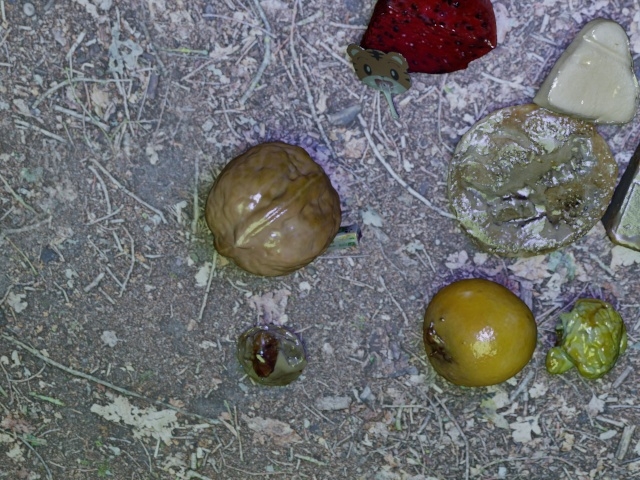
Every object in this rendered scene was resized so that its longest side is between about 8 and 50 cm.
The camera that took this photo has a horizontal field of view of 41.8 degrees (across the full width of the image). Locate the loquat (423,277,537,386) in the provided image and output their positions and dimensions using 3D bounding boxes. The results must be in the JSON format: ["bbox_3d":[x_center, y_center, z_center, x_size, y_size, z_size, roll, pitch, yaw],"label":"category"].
[{"bbox_3d":[0.370,0.223,2.016,0.275,0.275,0.275,5,116,10],"label":"loquat"}]

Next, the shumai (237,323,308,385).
[{"bbox_3d":[-0.137,0.323,2.253,0.201,0.120,0.201,4,113,9],"label":"shumai"}]

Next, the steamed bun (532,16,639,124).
[{"bbox_3d":[0.579,-0.363,1.786,0.231,0.110,0.212,12,104,-17],"label":"steamed bun"}]

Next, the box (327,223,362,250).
[{"bbox_3d":[0.000,0.000,2.110,0.207,0.050,0.041,-9,114,16],"label":"box"}]

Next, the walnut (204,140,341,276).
[{"bbox_3d":[-0.111,-0.066,1.940,0.306,0.344,0.306,14,126,20],"label":"walnut"}]

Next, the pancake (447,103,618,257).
[{"bbox_3d":[0.480,-0.137,1.924,0.387,0.082,0.387,3,113,8],"label":"pancake"}]

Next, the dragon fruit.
[{"bbox_3d":[0.171,-0.472,1.770,0.330,0.240,0.302,-28,71,51],"label":"dragon fruit"}]

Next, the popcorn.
[{"bbox_3d":[0.632,0.243,2.018,0.198,0.198,0.212,46,123,-11],"label":"popcorn"}]

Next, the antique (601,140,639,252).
[{"bbox_3d":[0.739,-0.123,1.856,0.125,0.150,0.284,19,109,3],"label":"antique"}]

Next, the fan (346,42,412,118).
[{"bbox_3d":[0.143,-0.349,1.874,0.152,0.008,0.227,16,153,28],"label":"fan"}]
